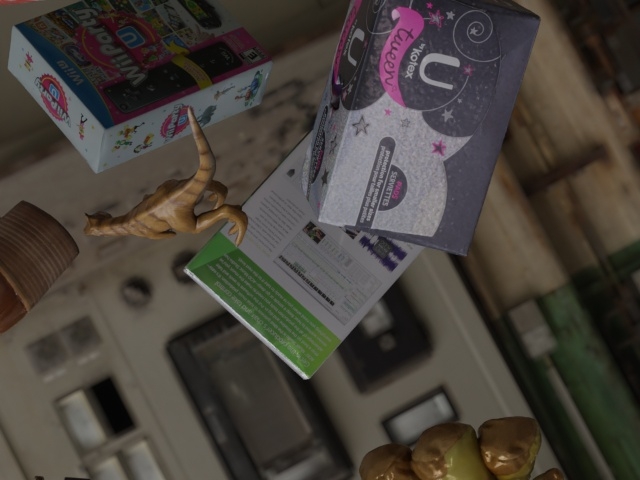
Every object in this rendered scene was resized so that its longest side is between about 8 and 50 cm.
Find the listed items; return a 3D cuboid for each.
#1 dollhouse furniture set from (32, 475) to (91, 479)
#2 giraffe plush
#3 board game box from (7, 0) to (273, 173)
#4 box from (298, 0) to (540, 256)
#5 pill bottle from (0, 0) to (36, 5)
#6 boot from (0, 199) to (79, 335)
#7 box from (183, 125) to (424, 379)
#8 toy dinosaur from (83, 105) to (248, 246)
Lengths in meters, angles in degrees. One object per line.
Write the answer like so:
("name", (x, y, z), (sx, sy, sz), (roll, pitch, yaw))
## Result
("dollhouse furniture set", (-0.384, 0.414, 2.205), (0.091, 0.081, 0.114), (8, -160, -22))
("giraffe plush", (0.140, 0.277, 1.320), (0.181, 0.170, 0.210), (-21, 142, 18))
("board game box", (-0.254, -0.250, 2.119), (0.303, 0.224, 0.097), (-28, 156, -33))
("box", (0.091, -0.132, 1.460), (0.163, 0.247, 0.142), (13, -166, -13))
("pill bottle", (-0.388, -0.299, 1.308), (0.363, 0.210, 0.210), (-2, -172, 26))
("boot", (-0.378, 0.043, 1.402), (0.283, 0.109, 0.220), (23, -121, 43))
("box", (0.000, 0.000, 2.070), (0.322, 0.232, 0.058), (-48, 180, -10))
("toy dinosaur", (-0.109, -0.030, 1.163), (0.112, 0.064, 0.211), (2, 158, -40))
